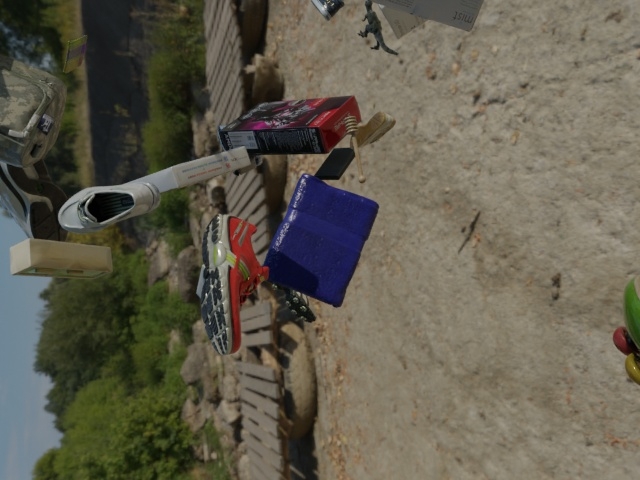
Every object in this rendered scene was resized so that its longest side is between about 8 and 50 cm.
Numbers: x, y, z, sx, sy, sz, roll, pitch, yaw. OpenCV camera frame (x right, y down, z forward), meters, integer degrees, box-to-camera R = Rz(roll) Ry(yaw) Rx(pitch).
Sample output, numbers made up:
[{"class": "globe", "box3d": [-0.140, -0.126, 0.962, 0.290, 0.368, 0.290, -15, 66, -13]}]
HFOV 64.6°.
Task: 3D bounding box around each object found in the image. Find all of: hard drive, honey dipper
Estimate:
[{"class": "hard drive", "box3d": [0.050, -0.241, 1.589, 0.094, 0.135, 0.022, 5, 139, 39]}, {"class": "honey dipper", "box3d": [0.086, -0.214, 1.206, 0.030, 0.031, 0.160, 162, 98, -67]}]

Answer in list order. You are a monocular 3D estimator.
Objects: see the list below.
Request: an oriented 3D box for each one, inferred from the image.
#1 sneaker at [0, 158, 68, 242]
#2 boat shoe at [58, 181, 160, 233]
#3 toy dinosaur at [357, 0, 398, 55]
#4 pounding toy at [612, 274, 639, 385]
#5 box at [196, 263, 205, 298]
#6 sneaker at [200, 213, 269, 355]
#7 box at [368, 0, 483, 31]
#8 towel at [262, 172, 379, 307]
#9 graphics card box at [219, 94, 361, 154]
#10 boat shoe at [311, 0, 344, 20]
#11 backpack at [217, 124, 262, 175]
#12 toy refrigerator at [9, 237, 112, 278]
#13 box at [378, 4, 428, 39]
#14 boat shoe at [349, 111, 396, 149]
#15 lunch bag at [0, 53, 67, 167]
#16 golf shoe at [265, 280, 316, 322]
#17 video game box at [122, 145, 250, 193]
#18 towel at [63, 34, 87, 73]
[{"class": "sneaker", "box3d": [-1.027, -0.162, 1.702, 0.169, 0.258, 0.447, -62, -20, -45]}, {"class": "boat shoe", "box3d": [-0.405, -0.064, 0.924, 0.076, 0.226, 0.083, -30, -77, -69]}, {"class": "toy dinosaur", "box3d": [0.205, -0.786, 1.916, 0.268, 0.064, 0.118, 66, 158, 6]}, {"class": "pounding toy", "box3d": [0.497, 0.173, 0.721, 0.110, 0.183, 0.236, -52, 58, 37]}, {"class": "box", "box3d": [-0.319, 0.128, 1.653, 0.091, 0.130, 0.170, 44, 141, 15]}, {"class": "sneaker", "box3d": [-0.151, 0.074, 0.945, 0.107, 0.119, 0.278, -40, 47, 50]}, {"class": "box", "box3d": [0.226, -0.582, 1.032, 0.126, 0.262, 0.231, -116, 38, -49]}, {"class": "towel", "box3d": [0.000, 0.000, 1.313, 0.076, 0.228, 0.308, 115, 177, -71]}, {"class": "graphics card box", "box3d": [-0.093, -0.348, 1.541, 0.371, 0.232, 0.094, 5, 128, 32]}, {"class": "boat shoe", "box3d": [0.012, -0.838, 1.744, 0.083, 0.065, 0.183, -36, 66, 11]}, {"class": "backpack", "box3d": [-0.296, -0.342, 1.829, 0.173, 0.117, 0.158, 62, 171, 9]}, {"class": "toy refrigerator", "box3d": [-0.785, 0.065, 1.551, 0.102, 0.270, 0.094, -18, 74, 27]}, {"class": "box", "box3d": [0.190, -0.651, 1.293, 0.119, 0.181, 0.181, -28, 77, 18]}, {"class": "boat shoe", "box3d": [0.144, -0.294, 1.400, 0.170, 0.059, 0.062, -27, 61, 56]}, {"class": "lunch bag", "box3d": [-0.752, -0.294, 1.133, 0.212, 0.305, 0.256, -60, 22, 24]}, {"class": "golf shoe", "box3d": [-0.089, 0.185, 1.903, 0.272, 0.120, 0.105, 53, 140, -9]}, {"class": "video game box", "box3d": [-0.279, -0.137, 1.054, 0.205, 0.187, 0.048, -7, 108, 44]}, {"class": "towel", "box3d": [-0.533, -0.404, 1.099, 0.083, 0.009, 0.060, -52, 8, 40]}]
